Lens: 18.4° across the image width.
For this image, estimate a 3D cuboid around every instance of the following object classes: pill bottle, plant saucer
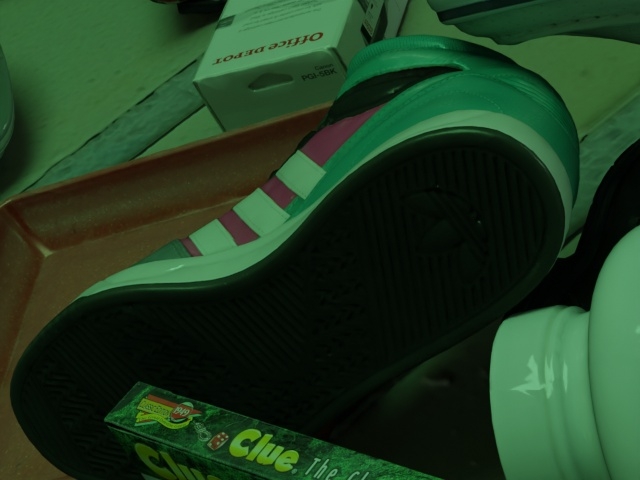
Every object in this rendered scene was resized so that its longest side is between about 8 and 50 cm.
[{"bbox_3d":[0.202,0.050,0.752,0.264,0.146,0.146,-13,38,25],"label":"pill bottle"},{"bbox_3d":[-0.086,0.044,1.060,0.258,0.048,0.259,-15,38,21],"label":"plant saucer"}]

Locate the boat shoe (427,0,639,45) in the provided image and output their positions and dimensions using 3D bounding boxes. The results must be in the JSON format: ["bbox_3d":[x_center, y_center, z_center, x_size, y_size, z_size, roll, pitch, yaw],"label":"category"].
[{"bbox_3d":[0.232,-0.089,0.880,0.367,0.156,0.136,-7,9,-8],"label":"boat shoe"}]

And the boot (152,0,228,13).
[{"bbox_3d":[-0.150,-0.252,1.415,0.377,0.138,0.284,-25,34,-3],"label":"boot"}]

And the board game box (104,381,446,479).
[{"bbox_3d":[0.032,0.135,0.779,0.259,0.136,0.030,13,54,44],"label":"board game box"}]

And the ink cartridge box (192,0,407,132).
[{"bbox_3d":[-0.009,-0.127,1.212,0.099,0.056,0.135,-11,38,27],"label":"ink cartridge box"}]

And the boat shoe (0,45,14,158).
[{"bbox_3d":[-0.300,-0.117,1.382,0.118,0.103,0.320,-27,43,-23],"label":"boat shoe"}]

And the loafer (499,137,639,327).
[{"bbox_3d":[0.149,0.011,0.930,0.061,0.062,0.170,25,63,25],"label":"loafer"}]

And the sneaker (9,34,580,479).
[{"bbox_3d":[0.000,0.000,0.911,0.295,0.124,0.178,-27,12,29],"label":"sneaker"}]
